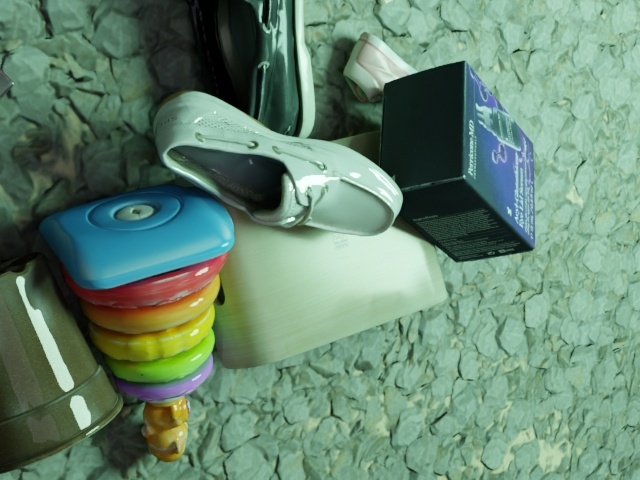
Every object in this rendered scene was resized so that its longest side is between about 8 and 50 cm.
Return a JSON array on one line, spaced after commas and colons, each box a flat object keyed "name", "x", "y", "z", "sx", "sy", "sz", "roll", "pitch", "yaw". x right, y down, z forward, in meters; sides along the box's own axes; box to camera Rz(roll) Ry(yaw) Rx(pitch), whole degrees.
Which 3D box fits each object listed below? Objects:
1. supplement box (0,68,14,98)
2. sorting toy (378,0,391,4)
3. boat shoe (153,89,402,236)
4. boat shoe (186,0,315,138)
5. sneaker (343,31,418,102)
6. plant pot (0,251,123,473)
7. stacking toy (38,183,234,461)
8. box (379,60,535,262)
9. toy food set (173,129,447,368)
[{"name": "supplement box", "x": -0.378, "y": -0.109, "z": 0.792, "sx": 0.188, "sy": 0.081, "sz": 0.104, "roll": -51, "pitch": 119, "yaw": -14}, {"name": "sorting toy", "x": 0.083, "y": -0.331, "z": 1.077, "sx": 0.062, "sy": 0.012, "sz": 0.083, "roll": -29, "pitch": 116, "yaw": -19}, {"name": "boat shoe", "x": -0.040, "y": -0.053, "z": 0.906, "sx": 0.277, "sy": 0.096, "sz": 0.098, "roll": 19, "pitch": 125, "yaw": -20}, {"name": "boat shoe", "x": -0.095, "y": -0.249, "z": 0.916, "sx": 0.113, "sy": 0.127, "sz": 0.340, "roll": -27, "pitch": 121, "yaw": -38}, {"name": "sneaker", "x": 0.081, "y": -0.184, "z": 1.081, "sx": 0.134, "sy": 0.051, "sz": 0.070, "roll": 33, "pitch": 88, "yaw": -33}, {"name": "plant pot", "x": -0.292, "y": 0.108, "z": 0.844, "sx": 0.167, "sy": 0.167, "sz": 0.165, "roll": -24, "pitch": 103, "yaw": -26}, {"name": "stacking toy", "x": -0.169, "y": 0.106, "z": 0.932, "sx": 0.166, "sy": 0.175, "sz": 0.302, "roll": -16, "pitch": 118, "yaw": -25}, {"name": "box", "x": 0.163, "y": -0.084, "z": 1.054, "sx": 0.207, "sy": 0.108, "sz": 0.153, "roll": 34, "pitch": 53, "yaw": -49}, {"name": "toy food set", "x": 0.000, "y": 0.000, "z": 1.051, "sx": 0.306, "sy": 0.092, "sz": 0.220, "roll": -17, "pitch": 95, "yaw": -30}]
